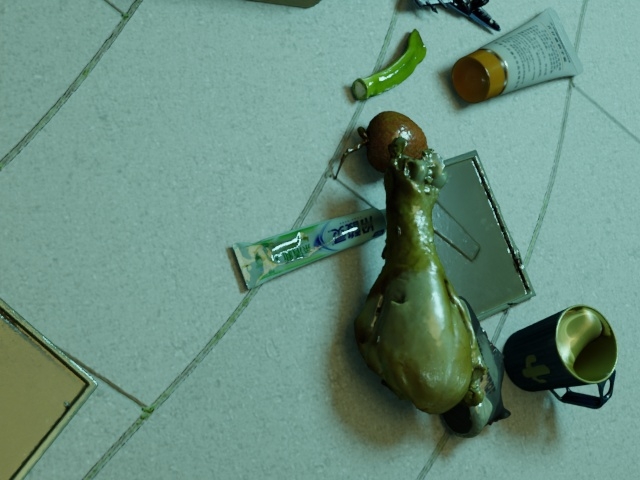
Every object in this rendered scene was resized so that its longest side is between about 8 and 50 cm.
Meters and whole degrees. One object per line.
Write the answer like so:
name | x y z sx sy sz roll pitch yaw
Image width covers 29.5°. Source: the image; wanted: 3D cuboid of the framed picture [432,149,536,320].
framed picture | 0.242 -0.003 2.060 0.209 0.019 0.281 -18 84 -33

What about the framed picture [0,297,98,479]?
framed picture | -0.469 0.230 1.563 0.240 0.020 0.324 43 59 -13

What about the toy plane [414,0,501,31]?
toy plane | 0.241 -0.449 2.164 0.246 0.078 0.169 32 60 -18

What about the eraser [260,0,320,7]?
eraser | -0.127 -0.441 1.904 0.343 0.144 0.078 1 76 -31

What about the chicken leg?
chicken leg | 0.150 0.053 1.879 0.153 0.201 0.429 21 66 -69

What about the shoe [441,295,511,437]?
shoe | 0.245 0.203 1.959 0.112 0.099 0.227 2 78 -37

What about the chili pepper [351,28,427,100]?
chili pepper | 0.129 -0.295 2.071 0.202 0.050 0.052 -43 135 -35

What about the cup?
cup | 0.402 0.203 2.010 0.131 0.155 0.176 -33 95 -34

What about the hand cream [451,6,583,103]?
hand cream | 0.364 -0.336 2.200 0.314 0.089 0.139 -23 88 -38

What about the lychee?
lychee | 0.108 -0.156 1.978 0.140 0.101 0.114 4 82 -36

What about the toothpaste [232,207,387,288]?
toothpaste | 0.000 0.000 1.902 0.297 0.048 0.074 -18 83 -31
